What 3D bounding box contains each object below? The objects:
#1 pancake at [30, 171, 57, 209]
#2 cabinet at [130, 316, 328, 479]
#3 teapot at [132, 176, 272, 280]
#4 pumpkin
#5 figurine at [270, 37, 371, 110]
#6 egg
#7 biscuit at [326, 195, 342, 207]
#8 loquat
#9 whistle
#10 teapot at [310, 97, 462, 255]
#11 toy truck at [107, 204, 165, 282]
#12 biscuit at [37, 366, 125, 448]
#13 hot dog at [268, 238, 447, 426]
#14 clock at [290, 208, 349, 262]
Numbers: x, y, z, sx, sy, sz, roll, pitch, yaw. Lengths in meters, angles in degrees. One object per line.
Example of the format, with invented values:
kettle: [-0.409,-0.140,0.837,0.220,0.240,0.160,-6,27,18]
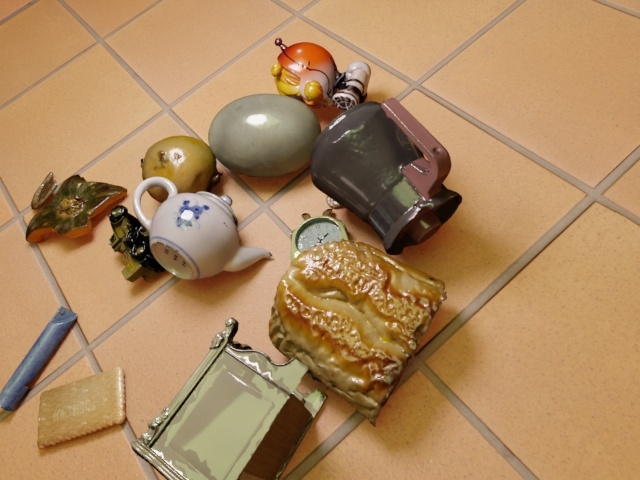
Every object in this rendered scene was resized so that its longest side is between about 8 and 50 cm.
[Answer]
pancake: [-0.973,-0.186,1.709,0.191,0.020,0.184,-15,49,35]
cabinet: [-0.175,0.389,1.053,0.228,0.290,0.318,25,68,24]
teapot: [-0.339,-0.036,1.369,0.424,0.252,0.280,34,55,-1]
pumpkin: [-0.833,-0.098,1.619,0.259,0.095,0.290,15,62,26]
figurine: [-0.008,-0.520,1.538,0.324,0.195,0.320,16,21,5]
egg: [-0.172,-0.323,1.485,0.353,0.258,0.258,2,61,15]
biscuit: [0.058,-0.162,1.470,0.071,0.018,0.147,2,62,18]
loquat: [-0.435,-0.217,1.518,0.244,0.244,0.243,-6,59,11]
whistle: [-0.814,0.334,1.383,0.062,0.062,0.304,17,66,22]
teapot: [0.179,-0.170,1.224,0.306,0.376,0.361,-31,72,-23]
toy truck: [-0.574,0.011,1.478,0.127,0.127,0.257,-42,58,6]
biscuit: [-0.640,0.448,1.290,0.250,0.030,0.160,-19,58,3]
hot dog: [0.065,0.181,1.163,0.366,0.196,0.367,29,79,15]
clock: [0.000,0.000,1.363,0.170,0.069,0.231,-12,57,8]
